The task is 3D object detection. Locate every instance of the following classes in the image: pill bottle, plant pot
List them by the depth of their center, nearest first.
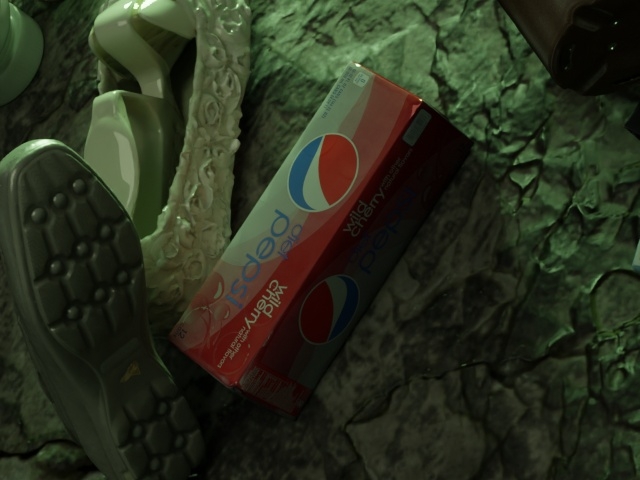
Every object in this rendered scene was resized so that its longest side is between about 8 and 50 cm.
[{"bbox_3d":[0.184,-0.201,1.264,0.167,0.167,0.165,-35,57,18],"label":"plant pot"},{"bbox_3d":[-0.366,-0.212,1.672,0.121,0.221,0.121,-16,60,30],"label":"pill bottle"}]

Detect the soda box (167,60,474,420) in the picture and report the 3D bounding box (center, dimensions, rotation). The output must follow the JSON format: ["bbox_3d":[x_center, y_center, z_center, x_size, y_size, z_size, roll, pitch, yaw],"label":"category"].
[{"bbox_3d":[0.000,0.000,1.396,0.092,0.083,0.263,33,90,41],"label":"soda box"}]

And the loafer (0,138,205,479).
[{"bbox_3d":[-0.183,0.062,1.367,0.112,0.319,0.111,-36,37,-30],"label":"loafer"}]

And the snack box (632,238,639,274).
[{"bbox_3d":[0.346,-0.106,1.205,0.187,0.060,0.322,11,76,41],"label":"snack box"}]

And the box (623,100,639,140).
[{"bbox_3d":[0.248,-0.067,1.164,0.062,0.083,0.052,35,92,45],"label":"box"}]

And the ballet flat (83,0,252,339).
[{"bbox_3d":[-0.137,-0.119,1.521,0.147,0.147,0.409,-18,59,29],"label":"ballet flat"}]
